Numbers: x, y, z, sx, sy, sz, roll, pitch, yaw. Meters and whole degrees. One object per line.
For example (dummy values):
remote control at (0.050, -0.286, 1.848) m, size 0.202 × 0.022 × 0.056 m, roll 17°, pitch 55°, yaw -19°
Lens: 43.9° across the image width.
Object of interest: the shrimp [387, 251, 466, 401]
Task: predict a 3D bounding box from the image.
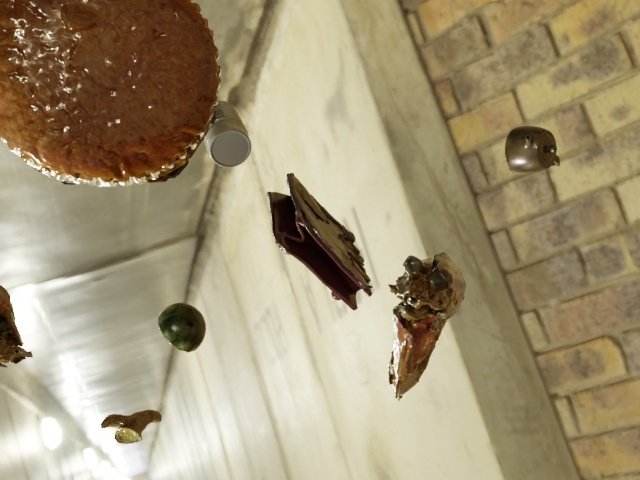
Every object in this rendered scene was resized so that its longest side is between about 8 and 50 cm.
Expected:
shrimp at (0.095, 0.078, 0.762) m, size 0.062 × 0.154 × 0.294 m, roll 18°, pitch 170°, yaw 16°

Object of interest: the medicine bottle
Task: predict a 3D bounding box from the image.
medicine bottle at (-0.128, -0.143, 1.060) m, size 0.058 × 0.091 × 0.058 m, roll -9°, pitch 125°, yaw -13°

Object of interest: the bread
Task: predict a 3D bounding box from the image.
bread at (-0.179, -0.135, 0.652) m, size 0.199 × 0.199 × 0.104 m, roll -18°, pitch -175°, yaw -9°

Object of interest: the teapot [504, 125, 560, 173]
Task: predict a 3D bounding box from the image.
teapot at (0.342, -0.140, 1.248) m, size 0.068 × 0.076 × 0.121 m, roll 4°, pitch 166°, yaw 45°

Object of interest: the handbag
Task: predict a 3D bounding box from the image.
handbag at (-0.003, 0.002, 1.379) m, size 0.074 × 0.216 × 0.203 m, roll -38°, pitch -151°, yaw 12°

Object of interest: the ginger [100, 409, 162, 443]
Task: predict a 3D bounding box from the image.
ginger at (-0.286, 0.286, 1.217) m, size 0.097 × 0.048 × 0.030 m, roll -1°, pitch 162°, yaw -31°

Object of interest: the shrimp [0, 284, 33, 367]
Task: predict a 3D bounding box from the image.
shrimp at (-0.567, 0.151, 1.351) m, size 0.061 × 0.145 × 0.267 m, roll 17°, pitch 159°, yaw 26°

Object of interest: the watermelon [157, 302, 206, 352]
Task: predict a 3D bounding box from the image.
watermelon at (-0.265, 0.164, 1.562) m, size 0.062 × 0.105 × 0.105 m, roll -41°, pitch 161°, yaw 29°
